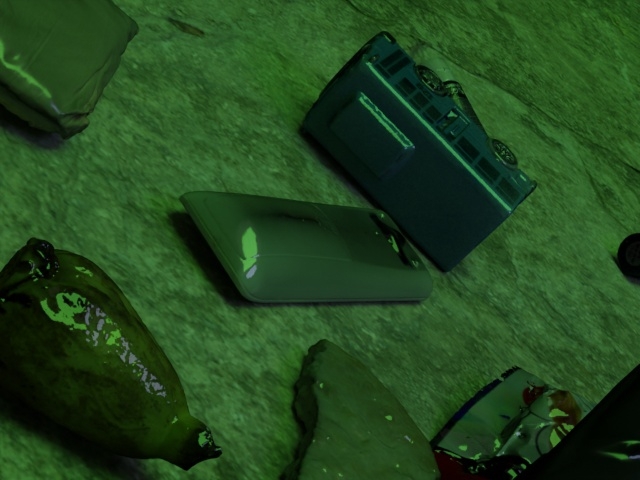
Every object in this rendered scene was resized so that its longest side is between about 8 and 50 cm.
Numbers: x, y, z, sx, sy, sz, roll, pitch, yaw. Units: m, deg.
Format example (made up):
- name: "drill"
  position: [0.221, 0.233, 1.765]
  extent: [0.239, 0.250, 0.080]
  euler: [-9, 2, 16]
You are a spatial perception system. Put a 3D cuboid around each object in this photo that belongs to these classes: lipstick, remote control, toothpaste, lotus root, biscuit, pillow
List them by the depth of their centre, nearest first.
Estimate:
- name: "lotus root"
  position: [-0.149, 0.088, 1.109]
  extent: [0.191, 0.094, 0.108]
  euler: [47, 45, -10]
- name: "biscuit"
  position: [0.035, 0.172, 1.293]
  extent: [0.133, 0.032, 0.250]
  euler: [31, 26, -11]
- name: "pillow"
  position: [-0.245, -0.186, 1.421]
  extent: [0.173, 0.067, 0.270]
  euler: [42, 24, -16]
- name: "remote control"
  position: [0.000, 0.000, 1.502]
  extent: [0.313, 0.055, 0.109]
  euler: [3, 46, -55]
- name: "toothpaste"
  position: [0.170, -0.130, 1.983]
  extent: [0.071, 0.045, 0.193]
  euler: [-2, 56, -46]
- name: "lipstick"
  position: [0.461, 0.037, 2.134]
  extent: [0.234, 0.053, 0.053]
  euler: [16, 36, -48]

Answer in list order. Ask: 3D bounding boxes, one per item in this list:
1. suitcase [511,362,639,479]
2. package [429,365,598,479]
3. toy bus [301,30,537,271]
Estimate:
- name: "suitcase"
  position: [0.130, 0.231, 0.995]
  extent: [0.188, 0.339, 0.345]
  euler: [44, 25, 12]
- name: "package"
  position: [0.195, 0.187, 1.445]
  extent: [0.194, 0.071, 0.269]
  euler: [14, 27, 16]
- name: "toy bus"
  position: [0.097, -0.093, 1.722]
  extent: [0.234, 0.116, 0.133]
  euler: [45, 28, 0]
